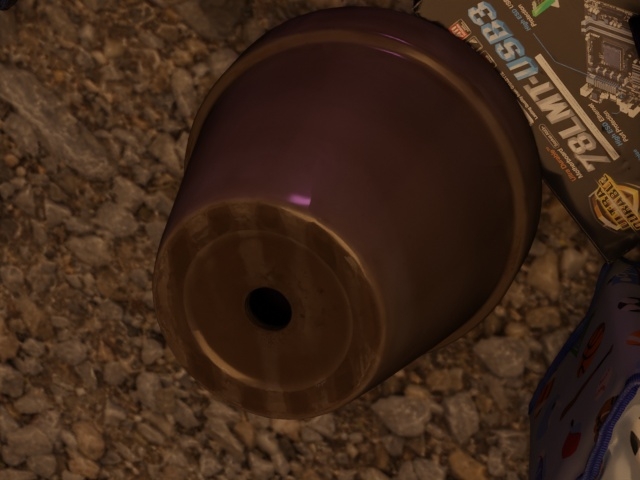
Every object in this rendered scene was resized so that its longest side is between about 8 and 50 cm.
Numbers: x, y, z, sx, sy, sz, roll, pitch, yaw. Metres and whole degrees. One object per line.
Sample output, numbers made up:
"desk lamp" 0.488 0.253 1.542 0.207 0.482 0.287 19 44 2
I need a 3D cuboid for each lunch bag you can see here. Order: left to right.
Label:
"lunch bag" 0.373 0.224 1.230 0.385 0.328 0.239 25 111 -1

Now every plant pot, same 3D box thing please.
"plant pot" 0.000 0.000 1.216 0.323 0.280 0.323 8 117 17

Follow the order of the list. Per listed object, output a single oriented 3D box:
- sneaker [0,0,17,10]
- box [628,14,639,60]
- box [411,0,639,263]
"sneaker" -0.219 -0.280 1.313 0.221 0.083 0.087 -41 99 17
"box" 0.335 -0.057 1.168 0.103 0.184 0.261 -17 103 13
"box" 0.281 -0.179 1.271 0.293 0.073 0.295 -37 97 16
